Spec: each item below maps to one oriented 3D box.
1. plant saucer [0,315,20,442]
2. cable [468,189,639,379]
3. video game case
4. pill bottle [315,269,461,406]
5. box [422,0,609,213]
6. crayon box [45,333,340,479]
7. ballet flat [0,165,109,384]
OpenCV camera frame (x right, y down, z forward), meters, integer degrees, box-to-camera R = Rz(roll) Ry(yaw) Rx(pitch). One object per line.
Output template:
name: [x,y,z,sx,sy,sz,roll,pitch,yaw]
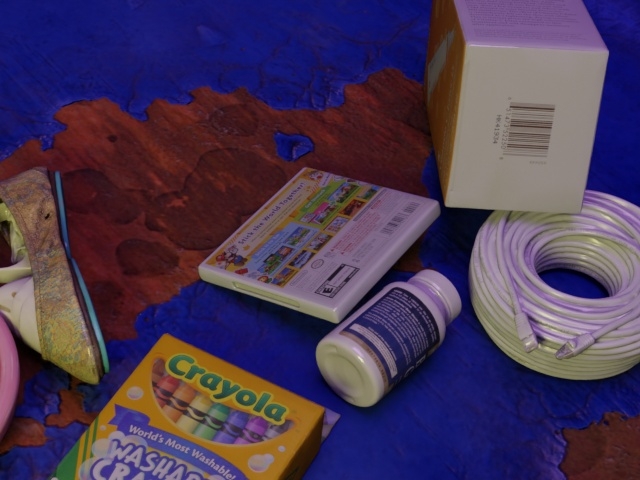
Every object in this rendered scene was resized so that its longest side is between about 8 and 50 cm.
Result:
plant saucer: [-0.484,0.171,1.513,0.332,0.084,0.332,2,47,-2]
cable: [0.305,0.048,1.707,0.257,0.089,0.257,-12,48,-17]
video game case: [0.000,0.000,1.725,0.206,0.026,0.227,16,45,33]
pill bottle: [0.082,0.105,1.624,0.094,0.094,0.169,35,53,25]
box: [0.233,-0.208,1.795,0.168,0.215,0.345,3,29,-2]
crayon box: [-0.135,0.231,1.492,0.203,0.083,0.323,23,48,15]
ballet flat: [-0.325,0.044,1.630,0.123,0.123,0.348,-9,43,-14]
